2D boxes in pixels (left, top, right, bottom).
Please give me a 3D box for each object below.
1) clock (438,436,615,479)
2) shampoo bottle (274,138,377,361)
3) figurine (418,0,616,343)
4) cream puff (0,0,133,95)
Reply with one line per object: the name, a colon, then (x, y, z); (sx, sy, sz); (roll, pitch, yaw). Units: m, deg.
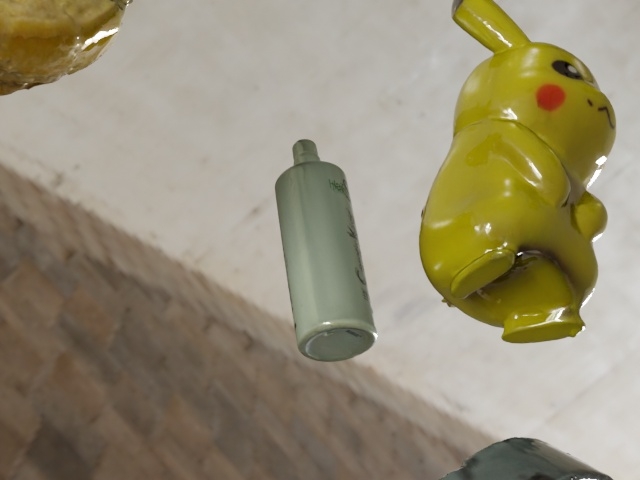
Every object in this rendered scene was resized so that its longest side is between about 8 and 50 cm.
clock: (0.128, 0.306, 1.147); (0.067, 0.325, 0.325); (18, -10, 38)
shampoo bottle: (0.000, 0.000, 1.711); (0.085, 0.085, 0.262); (36, 36, -48)
figurine: (0.191, -0.062, 1.480); (0.218, 0.169, 0.327); (44, 53, -40)
cream puff: (-0.294, -0.273, 1.432); (0.327, 0.231, 0.343); (-13, 69, -29)
